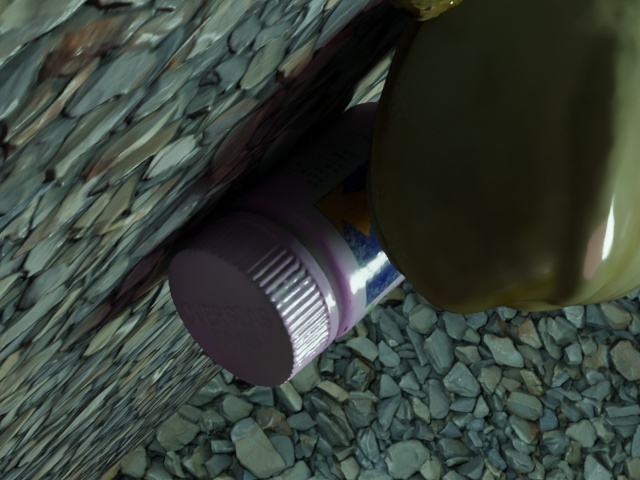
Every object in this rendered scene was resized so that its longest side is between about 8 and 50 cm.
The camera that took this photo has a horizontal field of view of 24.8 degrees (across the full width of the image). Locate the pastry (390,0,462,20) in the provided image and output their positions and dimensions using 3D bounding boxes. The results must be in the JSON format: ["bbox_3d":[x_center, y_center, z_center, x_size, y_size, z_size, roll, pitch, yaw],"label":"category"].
[{"bbox_3d":[0.102,-0.225,1.038,0.153,0.081,0.153,-34,175,-3],"label":"pastry"}]

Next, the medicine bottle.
[{"bbox_3d":[0.000,0.000,1.491,0.291,0.178,0.178,-41,174,-35],"label":"medicine bottle"}]

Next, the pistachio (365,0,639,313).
[{"bbox_3d":[0.216,-0.111,1.384,0.445,0.365,0.281,-50,-151,-23],"label":"pistachio"}]
